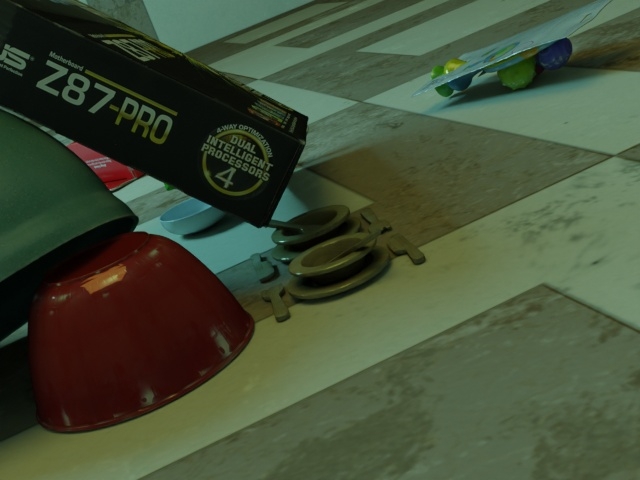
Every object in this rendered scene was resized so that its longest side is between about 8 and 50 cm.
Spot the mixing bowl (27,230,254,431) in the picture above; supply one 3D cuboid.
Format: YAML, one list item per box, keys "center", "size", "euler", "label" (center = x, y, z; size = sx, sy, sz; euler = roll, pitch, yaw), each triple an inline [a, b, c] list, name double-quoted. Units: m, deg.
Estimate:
- center: [-0.153, 0.055, 0.780]
  size: [0.181, 0.098, 0.181]
  euler: [-20, 16, 6]
  label: "mixing bowl"

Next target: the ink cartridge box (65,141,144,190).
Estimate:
- center: [-0.305, -0.151, 1.625]
  size: [0.134, 0.078, 0.231]
  euler: [-6, 23, 40]
  label: "ink cartridge box"

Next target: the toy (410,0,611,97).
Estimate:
- center: [0.235, -0.214, 1.220]
  size: [0.237, 0.056, 0.137]
  euler: [-10, 23, 46]
  label: "toy"

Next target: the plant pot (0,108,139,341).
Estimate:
- center: [-0.330, -0.010, 0.852]
  size: [0.293, 0.196, 0.293]
  euler: [-37, -1, -1]
  label: "plant pot"

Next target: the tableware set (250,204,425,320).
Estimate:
- center: [0.000, 0.000, 0.866]
  size: [0.128, 0.039, 0.194]
  euler: [-22, 17, -5]
  label: "tableware set"

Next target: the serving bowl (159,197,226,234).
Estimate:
- center: [-0.136, -0.027, 1.130]
  size: [0.083, 0.027, 0.083]
  euler: [-19, 18, 6]
  label: "serving bowl"

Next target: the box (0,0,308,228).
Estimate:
- center: [-0.170, -0.144, 1.022]
  size: [0.318, 0.097, 0.395]
  euler: [24, 10, -4]
  label: "box"

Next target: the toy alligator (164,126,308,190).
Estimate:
- center: [-0.100, -0.093, 1.260]
  size: [0.189, 0.056, 0.051]
  euler: [-22, -24, -2]
  label: "toy alligator"
